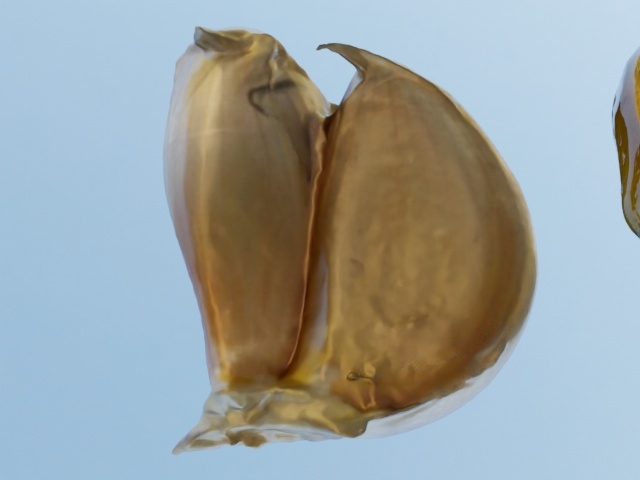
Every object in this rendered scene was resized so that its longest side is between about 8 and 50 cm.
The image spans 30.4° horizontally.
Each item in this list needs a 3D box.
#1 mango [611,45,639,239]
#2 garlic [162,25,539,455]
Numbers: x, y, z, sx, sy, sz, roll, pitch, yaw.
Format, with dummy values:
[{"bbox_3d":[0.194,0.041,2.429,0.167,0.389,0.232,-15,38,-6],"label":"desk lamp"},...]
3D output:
[{"bbox_3d":[0.162,-0.043,0.514,0.080,0.060,0.114,23,-129,8],"label":"mango"},{"bbox_3d":[0.000,0.000,0.883,0.249,0.286,0.313,11,-108,-42],"label":"garlic"}]
